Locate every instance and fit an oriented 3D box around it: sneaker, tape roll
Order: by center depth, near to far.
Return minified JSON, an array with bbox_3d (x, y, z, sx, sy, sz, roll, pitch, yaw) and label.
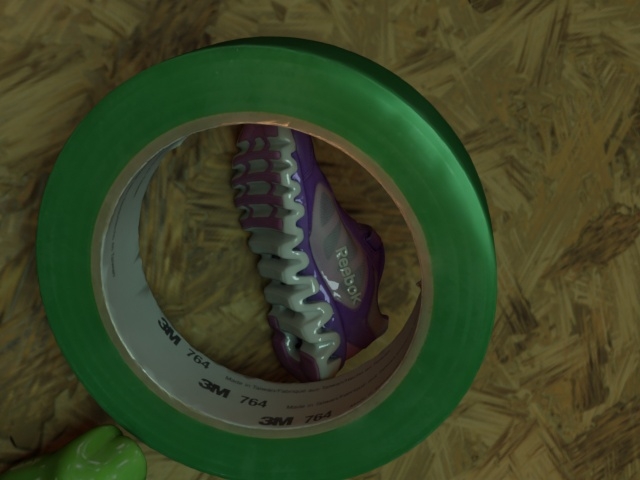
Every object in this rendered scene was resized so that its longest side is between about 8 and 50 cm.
[{"bbox_3d":[-0.037,0.019,0.602,0.321,0.077,0.321,3,108,9],"label":"tape roll"},{"bbox_3d":[0.000,0.000,0.699,0.105,0.095,0.236,-20,108,-26],"label":"sneaker"}]

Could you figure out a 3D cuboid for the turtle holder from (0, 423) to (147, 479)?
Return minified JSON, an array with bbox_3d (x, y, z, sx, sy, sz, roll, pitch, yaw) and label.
[{"bbox_3d":[-0.230,0.290,0.537,0.320,0.227,0.243,-24,101,-52],"label":"turtle holder"}]
